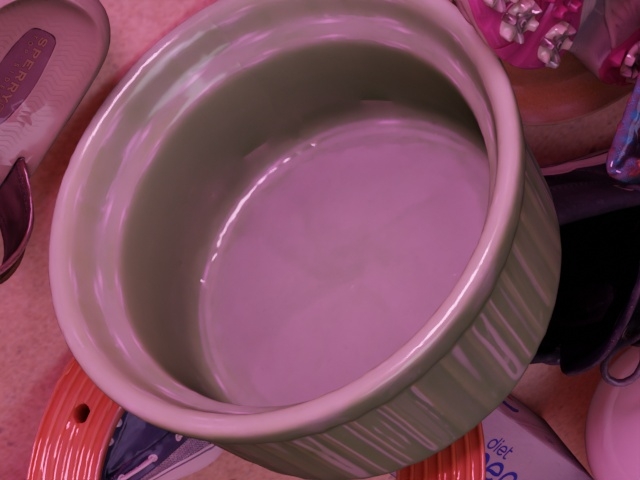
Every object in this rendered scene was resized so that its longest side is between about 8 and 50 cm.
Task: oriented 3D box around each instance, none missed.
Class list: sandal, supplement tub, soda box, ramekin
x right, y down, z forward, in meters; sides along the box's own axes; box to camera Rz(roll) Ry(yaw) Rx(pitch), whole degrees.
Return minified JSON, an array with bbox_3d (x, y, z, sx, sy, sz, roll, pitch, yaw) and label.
[{"bbox_3d":[-0.221,-0.023,0.962,0.120,0.086,0.303,14,116,-40],"label":"sandal"},{"bbox_3d":[0.354,0.204,1.428,0.191,0.191,0.272,-40,148,2],"label":"supplement tub"},{"bbox_3d":[0.112,0.159,1.325,0.098,0.091,0.286,-46,136,8],"label":"soda box"},{"bbox_3d":[0.000,0.000,0.982,0.303,0.303,0.148,-41,143,3],"label":"ramekin"}]

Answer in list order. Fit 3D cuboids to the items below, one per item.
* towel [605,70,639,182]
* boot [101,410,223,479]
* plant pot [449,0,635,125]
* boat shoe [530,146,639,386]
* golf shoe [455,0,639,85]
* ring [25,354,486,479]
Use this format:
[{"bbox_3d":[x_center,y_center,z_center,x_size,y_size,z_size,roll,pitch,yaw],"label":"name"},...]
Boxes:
[{"bbox_3d":[0.291,-0.161,1.054,0.370,0.040,0.271,-7,118,-66],"label":"towel"},{"bbox_3d":[-0.162,0.153,1.169,0.190,0.069,0.086,-30,129,-21],"label":"boot"},{"bbox_3d":[0.184,-0.190,1.130,0.236,0.032,0.236,-18,132,-21],"label":"plant pot"},{"bbox_3d":[0.207,0.022,1.232,0.500,0.156,0.187,0,123,-35],"label":"boat shoe"},{"bbox_3d":[0.121,-0.171,0.937,0.115,0.140,0.306,-55,154,13],"label":"golf shoe"},{"bbox_3d":[-0.048,0.162,1.057,0.336,0.336,0.032,-43,150,4],"label":"ring"}]
